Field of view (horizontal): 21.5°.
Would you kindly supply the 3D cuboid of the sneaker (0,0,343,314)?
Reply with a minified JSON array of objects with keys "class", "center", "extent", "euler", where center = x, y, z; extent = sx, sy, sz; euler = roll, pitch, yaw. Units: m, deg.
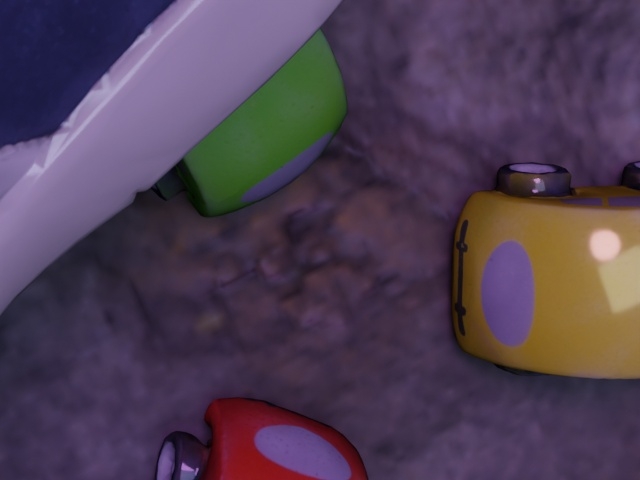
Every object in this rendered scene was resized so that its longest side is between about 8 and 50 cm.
[{"class":"sneaker","center":[-0.141,-0.008,0.338],"extent":[0.350,0.131,0.148],"euler":[-53,133,-1]}]

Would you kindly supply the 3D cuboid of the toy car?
[{"class":"toy car","center":[0.000,0.000,0.455],"extent":[0.239,0.053,0.225],"euler":[-37,111,-10]}]
